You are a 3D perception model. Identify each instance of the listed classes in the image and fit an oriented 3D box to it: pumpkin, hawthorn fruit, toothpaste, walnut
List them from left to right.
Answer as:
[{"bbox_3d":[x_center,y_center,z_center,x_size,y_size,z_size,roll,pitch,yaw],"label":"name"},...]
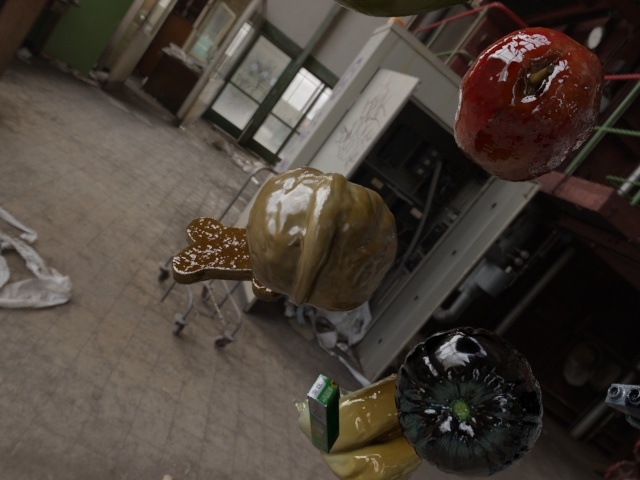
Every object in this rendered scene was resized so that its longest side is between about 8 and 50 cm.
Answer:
[{"bbox_3d":[0.000,0.000,0.975,0.297,0.285,0.285,20,11,-3],"label":"walnut"},{"bbox_3d":[0.007,0.283,0.804,0.037,0.043,0.178,24,-39,24],"label":"toothpaste"},{"bbox_3d":[0.201,0.220,0.689,0.202,0.202,0.140,41,10,21],"label":"pumpkin"},{"bbox_3d":[0.389,-0.261,0.931,0.287,0.287,0.330,39,7,11],"label":"hawthorn fruit"}]

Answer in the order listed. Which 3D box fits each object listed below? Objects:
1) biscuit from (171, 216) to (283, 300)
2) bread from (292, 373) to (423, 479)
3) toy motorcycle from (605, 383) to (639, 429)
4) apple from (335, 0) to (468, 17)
[{"bbox_3d":[-0.133,0.054,1.209,0.433,0.064,0.283,6,34,0],"label":"biscuit"},{"bbox_3d":[0.105,0.440,1.150,0.424,0.329,0.245,58,25,-70],"label":"bread"},{"bbox_3d":[0.454,0.204,0.579,0.159,0.106,0.270,37,-18,-10],"label":"toy motorcycle"},{"bbox_3d":[0.116,-0.470,0.476,0.474,0.473,0.473,36,10,-7],"label":"apple"}]
